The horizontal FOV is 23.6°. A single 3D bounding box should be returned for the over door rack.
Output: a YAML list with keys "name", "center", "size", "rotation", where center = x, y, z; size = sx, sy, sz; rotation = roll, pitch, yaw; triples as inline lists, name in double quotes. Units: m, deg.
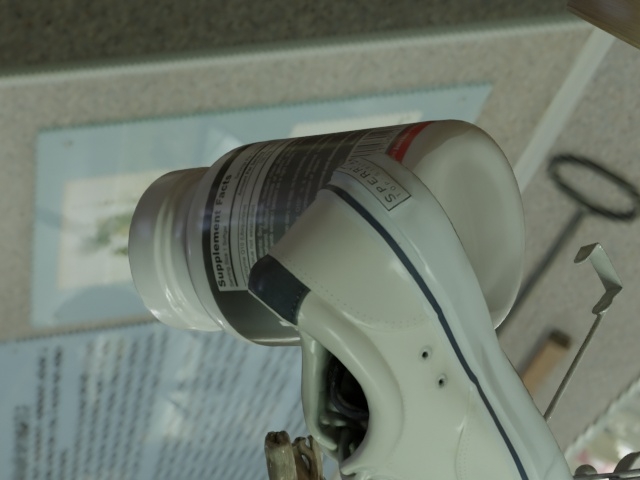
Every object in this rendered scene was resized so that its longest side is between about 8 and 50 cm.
- name: "over door rack"
  center: [0.301, 0.129, 1.300]
  size: [0.239, 0.324, 0.108]
  rotation: [-16, 128, 44]

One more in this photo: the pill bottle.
- name: "pill bottle"
  center: [0.000, 0.000, 1.508]
  size: [0.363, 0.210, 0.210]
  rotation: [-4, 134, 38]

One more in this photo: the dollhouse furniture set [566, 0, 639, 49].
- name: "dollhouse furniture set"
  center: [0.368, -0.294, 1.186]
  size: [0.174, 0.355, 0.303]
  rotation: [8, -157, -46]

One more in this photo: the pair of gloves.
- name: "pair of gloves"
  center: [-0.003, 0.249, 1.192]
  size: [0.042, 0.204, 0.240]
  rotation: [-9, 171, 2]

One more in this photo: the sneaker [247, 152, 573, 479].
- name: "sneaker"
  center: [0.040, 0.076, 0.695]
  size: [0.094, 0.091, 0.258]
  rotation: [40, 163, 53]
